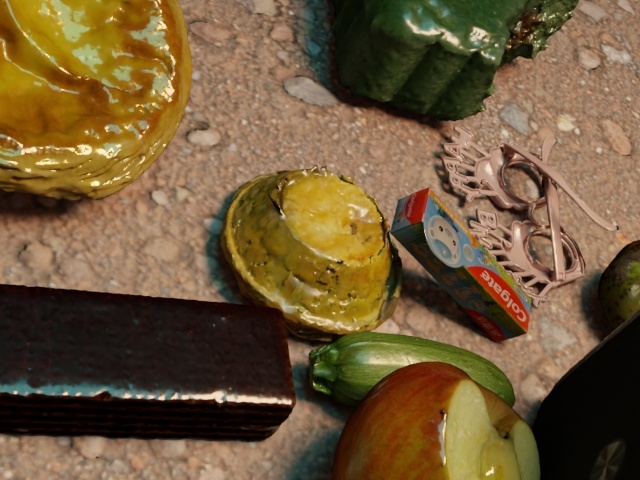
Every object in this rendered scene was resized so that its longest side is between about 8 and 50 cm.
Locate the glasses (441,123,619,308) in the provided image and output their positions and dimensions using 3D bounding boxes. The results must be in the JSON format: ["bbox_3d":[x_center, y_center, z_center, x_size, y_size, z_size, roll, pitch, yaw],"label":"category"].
[{"bbox_3d":[0.233,-0.041,1.179,0.162,0.095,0.255,-2,55,-19],"label":"glasses"}]

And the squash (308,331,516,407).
[{"bbox_3d":[0.091,0.132,0.988,0.219,0.077,0.068,10,12,-19],"label":"squash"}]

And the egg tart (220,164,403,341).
[{"bbox_3d":[0.001,0.000,1.032,0.212,0.090,0.212,17,48,-20],"label":"egg tart"}]

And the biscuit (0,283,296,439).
[{"bbox_3d":[-0.209,0.101,0.854,0.388,0.073,0.107,6,53,-23],"label":"biscuit"}]

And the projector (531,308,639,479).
[{"bbox_3d":[0.329,0.239,0.817,0.242,0.395,0.405,31,46,-4],"label":"projector"}]

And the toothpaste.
[{"bbox_3d":[0.146,0.036,1.055,0.193,0.044,0.070,44,43,-28],"label":"toothpaste"}]

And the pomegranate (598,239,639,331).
[{"bbox_3d":[0.398,0.060,1.168,0.163,0.125,0.138,-10,50,-34],"label":"pomegranate"}]

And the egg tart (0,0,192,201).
[{"bbox_3d":[-0.283,-0.184,0.951,0.341,0.132,0.341,10,72,-32],"label":"egg tart"}]

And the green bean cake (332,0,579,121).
[{"bbox_3d":[0.168,-0.291,1.278,0.300,0.169,0.308,11,53,-18],"label":"green bean cake"}]

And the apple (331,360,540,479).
[{"bbox_3d":[0.098,0.193,0.883,0.195,0.160,0.173,38,67,-44],"label":"apple"}]
